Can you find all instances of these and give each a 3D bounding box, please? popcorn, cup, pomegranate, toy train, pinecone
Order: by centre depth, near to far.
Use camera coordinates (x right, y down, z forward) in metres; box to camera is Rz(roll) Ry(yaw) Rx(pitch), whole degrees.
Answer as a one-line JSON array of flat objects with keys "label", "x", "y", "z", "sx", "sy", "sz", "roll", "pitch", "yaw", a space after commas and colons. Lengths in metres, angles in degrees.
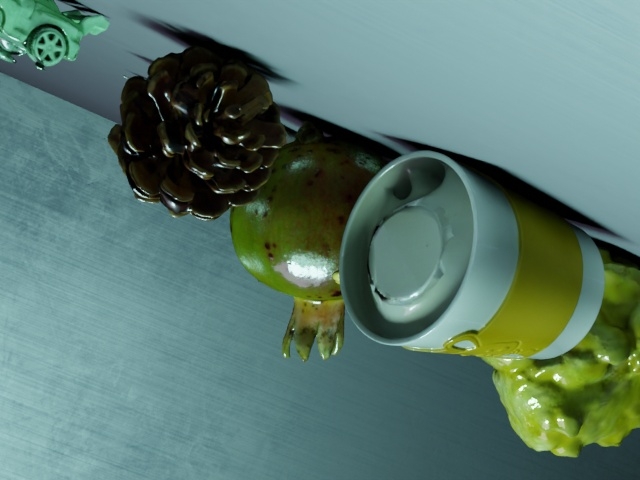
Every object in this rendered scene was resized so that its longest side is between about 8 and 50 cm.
[{"label": "pinecone", "x": -0.106, "y": -0.098, "z": 1.319, "sx": 0.173, "sy": 0.173, "sz": 0.173, "roll": 23, "pitch": 179, "yaw": 1}, {"label": "toy train", "x": -0.289, "y": -0.215, "z": 1.397, "sx": 0.149, "sy": 0.081, "sz": 0.099, "roll": 31, "pitch": 174, "yaw": -37}, {"label": "cup", "x": 0.134, "y": 0.031, "z": 1.438, "sx": 0.226, "sy": 0.185, "sz": 0.241, "roll": 16, "pitch": 161, "yaw": -38}, {"label": "pomegranate", "x": -0.012, "y": 0.003, "z": 1.577, "sx": 0.198, "sy": 0.246, "sz": 0.198, "roll": 26, "pitch": 175, "yaw": 2}, {"label": "popcorn", "x": 0.274, "y": 0.115, "z": 1.622, "sx": 0.266, "sy": 0.233, "sz": 0.192, "roll": 24, "pitch": -170, "yaw": -28}]

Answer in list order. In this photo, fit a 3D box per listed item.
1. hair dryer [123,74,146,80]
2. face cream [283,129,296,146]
[{"label": "hair dryer", "x": -0.204, "y": -0.188, "z": 1.916, "sx": 0.124, "sy": 0.038, "sz": 0.063, "roll": 30, "pitch": 176, "yaw": -4}, {"label": "face cream", "x": -0.131, "y": -0.123, "z": 1.730, "sx": 0.101, "sy": 0.101, "sz": 0.252, "roll": 21, "pitch": 177, "yaw": 45}]
